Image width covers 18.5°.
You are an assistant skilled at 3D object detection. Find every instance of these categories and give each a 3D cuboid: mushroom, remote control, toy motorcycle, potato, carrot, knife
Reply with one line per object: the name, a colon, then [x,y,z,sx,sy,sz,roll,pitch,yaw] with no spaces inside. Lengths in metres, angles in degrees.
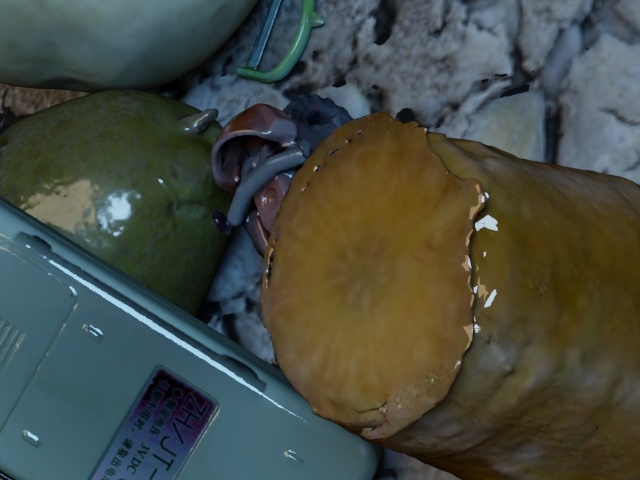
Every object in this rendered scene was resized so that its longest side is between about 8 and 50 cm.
mushroom: [-0.181,-0.247,1.294,0.314,0.314,0.336,-69,19,-2]
remote control: [-0.120,0.096,1.129,0.296,0.056,0.140,31,98,3]
toy motorcycle: [0.000,0.000,1.126,0.084,0.118,0.212,-40,53,34]
potato: [-0.147,0.006,1.227,0.174,0.159,0.251,40,106,-4]
carrot: [0.119,0.045,0.923,0.196,0.254,0.196,-17,64,40]
knife: [0.002,-0.200,1.264,0.054,0.015,0.212,19,87,42]
